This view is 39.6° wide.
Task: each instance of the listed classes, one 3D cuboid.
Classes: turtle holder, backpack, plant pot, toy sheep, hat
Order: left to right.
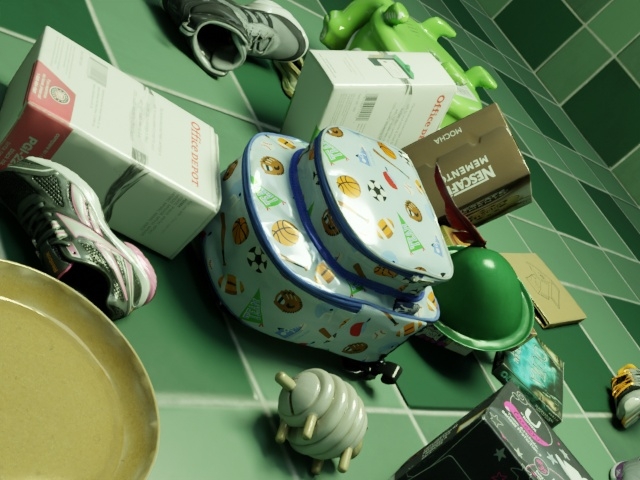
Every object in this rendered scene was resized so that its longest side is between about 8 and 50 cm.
[{"bbox_3d":[-0.228,0.112,0.669,0.236,0.032,0.236,34,28,-22],"label":"plant pot"},{"bbox_3d":[-0.001,0.171,0.866,0.132,0.091,0.091,52,19,-33],"label":"toy sheep"},{"bbox_3d":[0.000,0.000,0.995,0.263,0.213,0.276,8,46,-37],"label":"backpack"},{"bbox_3d":[0.120,-0.286,1.549,0.320,0.227,0.243,43,27,-4],"label":"turtle holder"},{"bbox_3d":[0.228,0.026,1.152,0.209,0.183,0.173,-1,54,-25],"label":"hat"}]

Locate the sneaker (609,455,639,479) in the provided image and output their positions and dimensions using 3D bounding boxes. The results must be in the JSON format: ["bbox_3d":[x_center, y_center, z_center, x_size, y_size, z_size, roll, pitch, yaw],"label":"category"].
[{"bbox_3d":[0.464,0.365,1.264,0.083,0.098,0.223,44,25,-4],"label":"sneaker"}]

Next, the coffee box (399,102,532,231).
[{"bbox_3d":[0.230,-0.094,1.386,0.118,0.168,0.297,67,11,11],"label":"coffee box"}]

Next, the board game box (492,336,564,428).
[{"bbox_3d":[0.327,0.198,1.386,0.126,0.026,0.186,44,26,-4],"label":"board game box"}]

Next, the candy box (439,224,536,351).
[{"bbox_3d":[0.231,0.071,1.308,0.109,0.053,0.186,14,42,-52],"label":"candy box"}]

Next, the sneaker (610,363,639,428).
[{"bbox_3d":[0.544,0.267,1.558,0.083,0.084,0.215,52,16,17],"label":"sneaker"}]

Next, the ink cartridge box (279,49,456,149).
[{"bbox_3d":[0.071,-0.196,1.337,0.220,0.160,0.092,-6,49,-30],"label":"ink cartridge box"}]

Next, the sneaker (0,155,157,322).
[{"bbox_3d":[-0.224,0.001,0.791,0.178,0.072,0.077,43,25,-5],"label":"sneaker"}]

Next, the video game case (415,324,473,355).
[{"bbox_3d":[0.119,0.041,1.282,0.210,0.042,0.232,24,34,-39],"label":"video game case"}]

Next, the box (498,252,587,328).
[{"bbox_3d":[0.414,0.090,1.681,0.201,0.021,0.164,1,50,-55],"label":"box"}]

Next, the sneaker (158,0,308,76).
[{"bbox_3d":[-0.121,-0.308,1.374,0.269,0.101,0.153,16,39,-37],"label":"sneaker"}]

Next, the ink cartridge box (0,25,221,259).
[{"bbox_3d":[-0.217,-0.100,0.926,0.218,0.092,0.158,29,30,-28],"label":"ink cartridge box"}]

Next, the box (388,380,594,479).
[{"bbox_3d":[0.198,0.297,0.890,0.247,0.163,0.142,51,22,11],"label":"box"}]

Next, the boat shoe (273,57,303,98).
[{"bbox_3d":[-0.044,-0.298,1.525,0.056,0.048,0.153,29,30,-32],"label":"boat shoe"}]
